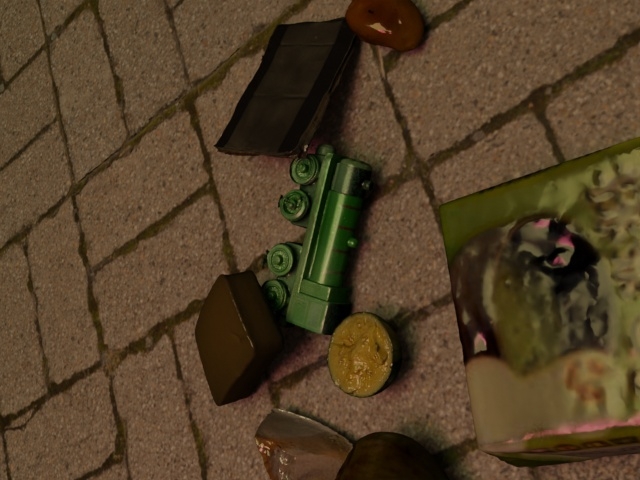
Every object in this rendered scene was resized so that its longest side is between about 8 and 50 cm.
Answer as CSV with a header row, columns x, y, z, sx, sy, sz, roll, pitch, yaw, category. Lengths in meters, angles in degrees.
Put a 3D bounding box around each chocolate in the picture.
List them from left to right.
x,y,z,sx,sy,sz,roll,pitch,yaw,category
0.272,0.062,0.793,0.288,0.137,0.301,-19,72,35,chocolate

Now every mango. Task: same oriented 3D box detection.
x,y,z,sx,sy,sz,roll,pitch,yaw,category
0.085,-0.286,1.047,0.080,0.060,0.114,-46,58,1,mango

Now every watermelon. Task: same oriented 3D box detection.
x,y,z,sx,sy,sz,roll,pitch,yaw,category
0.062,0.142,0.996,0.105,0.062,0.105,-12,73,44,watermelon

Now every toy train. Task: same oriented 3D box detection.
x,y,z,sx,sy,sz,roll,pitch,yaw,category
0.000,0.000,1.061,0.119,0.085,0.251,17,96,33,toy train

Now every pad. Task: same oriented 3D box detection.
x,y,z,sx,sy,sz,roll,pitch,yaw,category
-0.044,-0.214,1.119,0.174,0.022,0.233,7,66,41,pad

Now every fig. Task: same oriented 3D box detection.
x,y,z,sx,sy,sz,roll,pitch,yaw,category
0.088,0.308,0.911,0.165,0.144,0.154,24,62,30,fig

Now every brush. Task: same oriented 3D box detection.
x,y,z,sx,sy,sz,roll,pitch,yaw,category
-0.116,0.134,1.094,0.123,0.059,0.197,65,149,23,brush

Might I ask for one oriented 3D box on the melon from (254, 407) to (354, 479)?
x,y,z,sx,sy,sz,roll,pitch,yaw,category
-0.010,0.297,1.015,0.139,0.093,0.202,-26,72,25,melon
